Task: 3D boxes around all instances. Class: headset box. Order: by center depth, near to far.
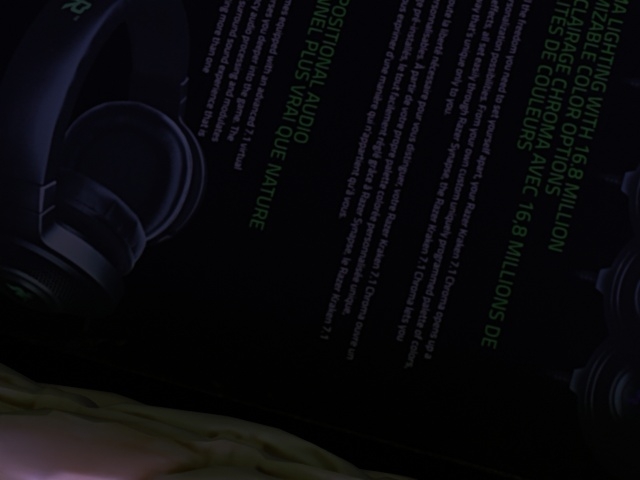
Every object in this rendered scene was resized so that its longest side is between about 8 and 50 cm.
[{"bbox_3d":[0.000,0.000,0.491,0.283,0.131,0.246,15,168,8],"label":"headset box"}]

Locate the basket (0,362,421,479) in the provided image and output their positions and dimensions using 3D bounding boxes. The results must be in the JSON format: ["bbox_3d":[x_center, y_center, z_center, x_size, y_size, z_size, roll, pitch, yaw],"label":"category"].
[{"bbox_3d":[-0.017,0.195,0.444,0.331,0.266,0.328,12,167,12],"label":"basket"}]
